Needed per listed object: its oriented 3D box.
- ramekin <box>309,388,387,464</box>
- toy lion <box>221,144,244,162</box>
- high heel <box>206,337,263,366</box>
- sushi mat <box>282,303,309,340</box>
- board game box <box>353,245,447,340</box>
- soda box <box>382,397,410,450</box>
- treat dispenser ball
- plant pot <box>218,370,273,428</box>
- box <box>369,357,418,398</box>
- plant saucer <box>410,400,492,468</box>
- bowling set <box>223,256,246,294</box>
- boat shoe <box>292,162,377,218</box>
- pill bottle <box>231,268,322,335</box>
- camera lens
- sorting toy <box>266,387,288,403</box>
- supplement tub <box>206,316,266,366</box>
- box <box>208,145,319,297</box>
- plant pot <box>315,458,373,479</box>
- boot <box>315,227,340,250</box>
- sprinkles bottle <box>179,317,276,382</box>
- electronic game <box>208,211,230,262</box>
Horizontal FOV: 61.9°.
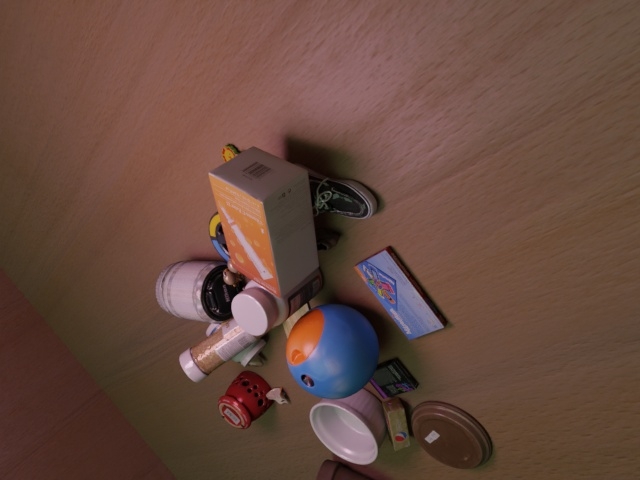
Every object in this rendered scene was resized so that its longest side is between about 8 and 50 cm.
[{"bbox_3d":[0.111,0.645,1.902,0.277,0.135,0.277,19,128,26],"label":"ramekin"},{"bbox_3d":[-0.268,-0.246,1.658,0.096,0.034,0.100,19,129,36],"label":"toy lion"},{"bbox_3d":[-0.349,0.450,2.178,0.261,0.093,0.186,32,153,3],"label":"high heel"},{"bbox_3d":[-0.084,0.290,1.891,0.151,0.019,0.317,4,121,35],"label":"sushi mat"},{"bbox_3d":[0.231,0.158,1.554,0.281,0.027,0.145,53,134,-5],"label":"board game box"},{"bbox_3d":[0.259,0.626,1.814,0.058,0.061,0.181,-118,14,-62],"label":"soda box"},{"bbox_3d":[0.038,0.339,1.641,0.288,0.288,0.288,20,129,26],"label":"treat dispenser ball"},{"bbox_3d":[-0.315,0.670,2.219,0.191,0.174,0.191,18,126,26],"label":"plant pot"},{"bbox_3d":[0.230,0.456,1.759,0.116,0.029,0.162,51,137,-4],"label":"box"},{"bbox_3d":[0.416,0.643,1.738,0.277,0.041,0.278,20,130,26],"label":"plant saucer"},{"bbox_3d":[-0.250,0.151,1.777,0.199,0.154,0.287,-16,113,38],"label":"bowling set"},{"bbox_3d":[0.004,-0.126,1.476,0.306,0.105,0.113,28,132,19],"label":"boat shoe"},{"bbox_3d":[-0.133,0.163,1.640,0.161,0.283,0.161,15,119,29],"label":"pill bottle"},{"bbox_3d":[-0.437,0.183,1.942,0.274,0.219,0.220,1,119,37],"label":"camera lens"},{"bbox_3d":[-0.166,0.643,2.182,0.083,0.045,0.075,-16,116,42],"label":"sorting toy"},{"bbox_3d":[-0.320,0.369,2.035,0.199,0.144,0.144,41,135,7],"label":"supplement tub"},{"bbox_3d":[-0.148,-0.048,1.475,0.215,0.168,0.345,28,142,33],"label":"box"},{"bbox_3d":[0.132,1.042,2.072,0.280,0.323,0.323,2,121,17],"label":"plant pot"},{"bbox_3d":[0.000,0.000,1.579,0.118,0.087,0.042,-1,118,38],"label":"boot"},{"bbox_3d":[-0.326,0.358,1.902,0.121,0.355,0.121,55,180,0],"label":"sprinkles bottle"},{"bbox_3d":[-0.294,0.000,1.831,0.229,0.048,0.229,19,128,26],"label":"electronic game"}]
